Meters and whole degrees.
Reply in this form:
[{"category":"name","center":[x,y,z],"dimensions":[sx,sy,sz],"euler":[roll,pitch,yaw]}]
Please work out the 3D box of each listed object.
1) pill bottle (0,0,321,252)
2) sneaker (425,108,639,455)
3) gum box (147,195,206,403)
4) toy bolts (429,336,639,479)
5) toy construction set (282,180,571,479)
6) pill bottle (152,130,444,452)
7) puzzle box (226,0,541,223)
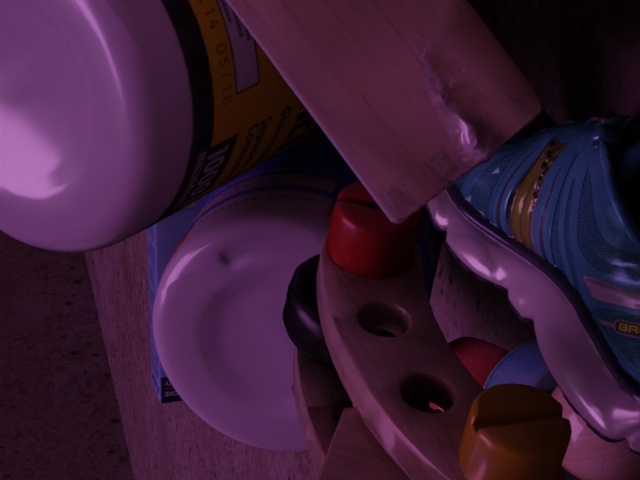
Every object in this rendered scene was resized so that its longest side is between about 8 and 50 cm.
[{"category":"pill bottle","center":[-0.056,-0.136,0.873],"dimensions":[0.188,0.334,0.187],"euler":[19,123,31]},{"category":"sneaker","center":[0.136,-0.015,0.740],"dimensions":[0.275,0.107,0.110],"euler":[55,133,48]},{"category":"gum box","center":[-0.069,0.045,1.350],"dimensions":[0.041,0.157,0.184],"euler":[-125,33,-60]},{"category":"toy bolts","center":[0.110,0.166,0.790],"dimensions":[0.228,0.218,0.158],"euler":[-63,15,-15]},{"category":"toy construction set","center":[0.093,0.089,0.519],"dimensions":[0.309,0.257,0.237],"euler":[-49,4,39]},{"category":"pill bottle","center":[0.000,0.000,0.973],"dimensions":[0.272,0.152,0.152],"euler":[-68,-18,-63]},{"category":"puzzle box","center":[-0.023,-0.153,0.582],"dimensions":[0.272,0.052,0.409],"euler":[53,-171,-5]}]
